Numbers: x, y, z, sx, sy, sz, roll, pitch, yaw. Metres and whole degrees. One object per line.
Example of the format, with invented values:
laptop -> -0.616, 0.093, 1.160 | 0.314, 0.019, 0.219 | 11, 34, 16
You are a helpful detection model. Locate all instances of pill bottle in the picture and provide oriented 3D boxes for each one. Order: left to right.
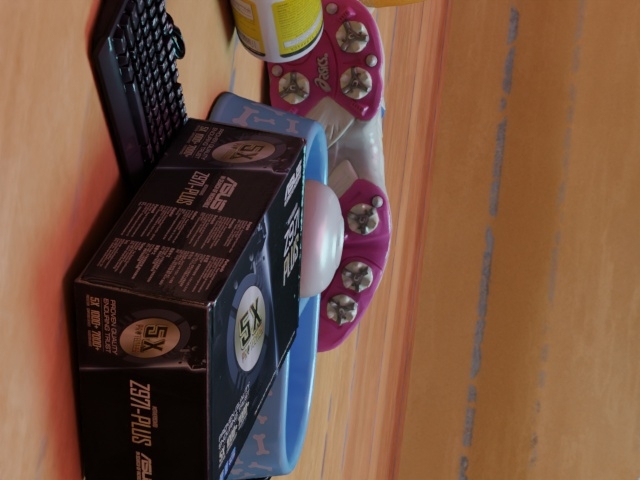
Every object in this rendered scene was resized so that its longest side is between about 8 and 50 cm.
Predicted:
pill bottle -> -0.034, -0.181, 1.164 | 0.116, 0.065, 0.065 | 81, 18, -63

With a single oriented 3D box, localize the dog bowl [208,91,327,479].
dog bowl -> -0.045, 0.041, 1.225 | 0.166, 0.074, 0.297 | -59, 155, -71

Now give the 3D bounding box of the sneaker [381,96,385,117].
sneaker -> 0.029, -0.109, 1.655 | 0.152, 0.058, 0.084 | 14, 77, -77

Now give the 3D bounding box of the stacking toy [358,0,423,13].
stacking toy -> 0.238, -0.348, 1.457 | 0.350, 0.480, 0.350 | 7, 90, -82

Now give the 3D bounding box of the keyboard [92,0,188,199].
keyboard -> -0.095, -0.093, 0.957 | 0.180, 0.023, 0.108 | 85, 14, -56

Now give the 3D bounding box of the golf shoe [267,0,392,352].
golf shoe -> 0.010, -0.060, 1.408 | 0.140, 0.115, 0.306 | -64, 160, -76

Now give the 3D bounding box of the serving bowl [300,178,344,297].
serving bowl -> 0.000, 0.000, 1.147 | 0.083, 0.027, 0.083 | 6, 90, -82

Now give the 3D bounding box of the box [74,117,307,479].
box -> -0.070, 0.039, 0.960 | 0.180, 0.078, 0.147 | -63, 160, -53

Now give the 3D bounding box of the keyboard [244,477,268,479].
keyboard -> -0.063, 0.200, 1.409 | 0.100, 0.038, 0.192 | -62, 178, 13
